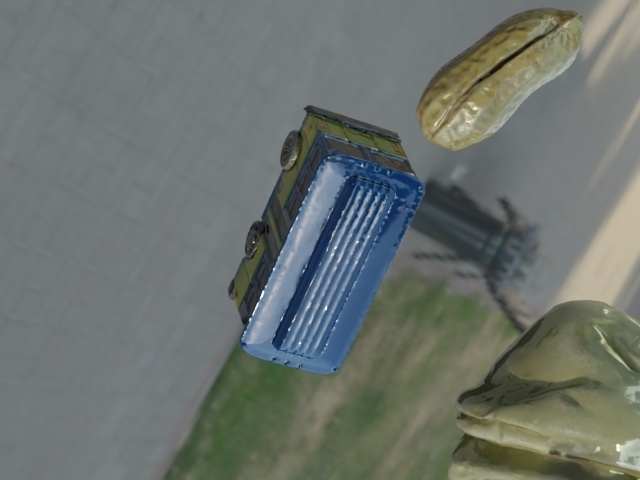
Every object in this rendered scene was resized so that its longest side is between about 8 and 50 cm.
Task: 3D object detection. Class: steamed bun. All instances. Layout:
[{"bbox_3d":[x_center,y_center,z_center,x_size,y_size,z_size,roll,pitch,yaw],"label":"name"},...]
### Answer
[{"bbox_3d":[0.289,0.269,1.598,0.394,0.346,0.237,64,34,-35],"label":"steamed bun"}]

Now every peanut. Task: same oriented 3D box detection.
[{"bbox_3d":[0.158,-0.145,1.416,0.174,0.080,0.080,-38,164,-6],"label":"peanut"}]

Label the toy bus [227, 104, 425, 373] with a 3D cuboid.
[{"bbox_3d":[0.000,0.000,1.986,0.175,0.138,0.288,-111,-139,-60],"label":"toy bus"}]
